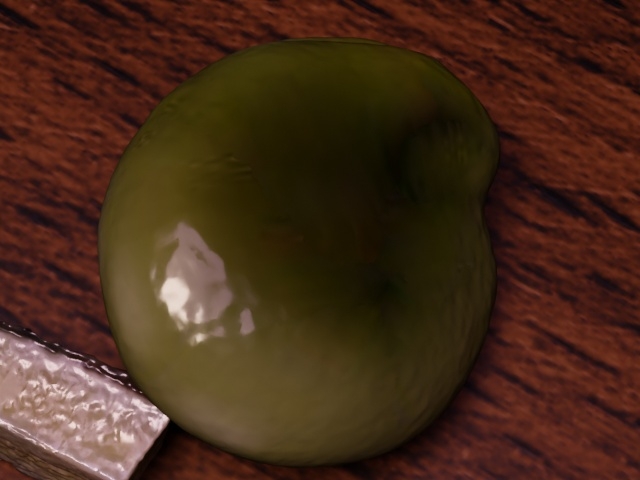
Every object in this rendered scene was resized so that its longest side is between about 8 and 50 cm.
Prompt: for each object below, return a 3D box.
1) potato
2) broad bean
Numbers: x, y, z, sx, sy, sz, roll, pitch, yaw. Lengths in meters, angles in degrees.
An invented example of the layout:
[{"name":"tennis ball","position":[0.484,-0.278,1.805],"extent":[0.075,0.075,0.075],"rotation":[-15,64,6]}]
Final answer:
[{"name":"potato","position":[-0.148,0.099,0.992],"extent":[0.122,0.086,0.061],"rotation":[26,63,3]},{"name":"broad bean","position":[0.000,0.000,1.003],"extent":[0.238,0.119,0.291],"rotation":[50,52,-10]}]
